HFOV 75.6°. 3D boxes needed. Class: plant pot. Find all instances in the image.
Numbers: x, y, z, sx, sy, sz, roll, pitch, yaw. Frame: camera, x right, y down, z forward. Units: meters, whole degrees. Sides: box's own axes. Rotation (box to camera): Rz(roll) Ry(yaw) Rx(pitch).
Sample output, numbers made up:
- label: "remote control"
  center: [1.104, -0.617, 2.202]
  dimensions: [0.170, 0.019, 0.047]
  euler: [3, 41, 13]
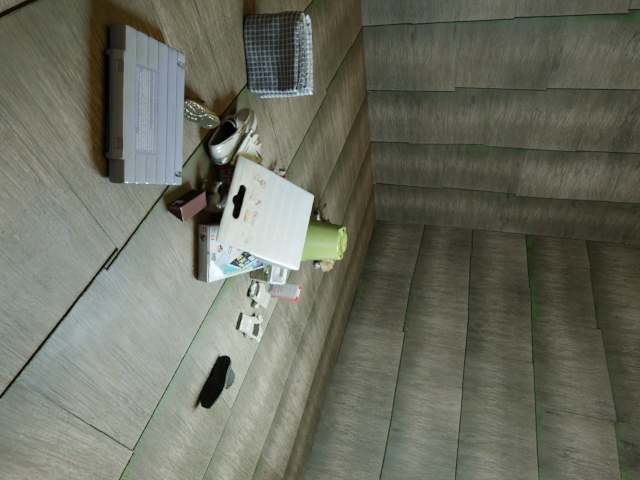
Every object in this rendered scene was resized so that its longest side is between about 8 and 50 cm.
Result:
- label: "plant pot"
  center: [0.000, 0.000, 2.210]
  dimensions: [0.276, 0.253, 0.276]
  euler: [6, 90, -73]

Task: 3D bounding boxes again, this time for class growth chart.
- label: "growth chart"
  center: [-0.249, -0.266, 1.464]
  dimensions: [0.237, 0.021, 0.172]
  euler: [78, 35, -60]

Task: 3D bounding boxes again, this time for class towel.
- label: "towel"
  center: [-0.155, -0.668, 1.500]
  dimensions: [0.121, 0.235, 0.284]
  euler: [-38, 131, -62]

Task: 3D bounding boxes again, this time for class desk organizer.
- label: "desk organizer"
  center: [-0.398, -0.106, 1.246]
  dimensions: [0.130, 0.047, 0.050]
  euler: [-55, 150, -56]

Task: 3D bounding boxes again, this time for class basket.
- label: "basket"
  center: [-0.222, 0.127, 1.800]
  dimensions: [0.167, 0.103, 0.113]
  euler: [26, 72, -73]

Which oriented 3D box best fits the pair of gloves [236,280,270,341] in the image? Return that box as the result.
- label: "pair of gloves"
  center: [-0.277, 0.305, 1.795]
  dimensions: [0.204, 0.042, 0.240]
  euler: [67, 33, -57]

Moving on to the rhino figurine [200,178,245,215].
- label: "rhino figurine"
  center: [-0.305, -0.139, 1.402]
  dimensions: [0.243, 0.073, 0.106]
  euler: [4, 97, -54]

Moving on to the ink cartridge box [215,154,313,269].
- label: "ink cartridge box"
  center: [-0.202, -0.086, 1.483]
  dimensions: [0.385, 0.091, 0.308]
  euler: [24, 73, -45]

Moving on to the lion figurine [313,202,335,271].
- label: "lion figurine"
  center: [0.033, -0.010, 2.515]
  dimensions: [0.240, 0.142, 0.392]
  euler: [52, 42, -76]

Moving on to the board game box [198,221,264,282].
- label: "board game box"
  center: [-0.308, 0.025, 1.476]
  dimensions: [0.305, 0.053, 0.193]
  euler: [-13, 109, -59]

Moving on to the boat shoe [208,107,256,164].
- label: "boat shoe"
  center: [-0.300, -0.376, 1.393]
  dimensions: [0.088, 0.096, 0.267]
  euler: [81, 31, -53]

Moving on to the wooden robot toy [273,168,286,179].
- label: "wooden robot toy"
  center: [-0.195, -0.248, 1.811]
  dimensions: [0.173, 0.076, 0.079]
  euler: [-62, 164, -49]

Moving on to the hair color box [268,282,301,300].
- label: "hair color box"
  center: [-0.169, 0.237, 1.945]
  dimensions: [0.043, 0.141, 0.072]
  euler: [63, 38, -61]

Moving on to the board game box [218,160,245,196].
- label: "board game box"
  center: [-0.298, -0.223, 1.522]
  dimensions: [0.193, 0.045, 0.147]
  euler: [-51, 143, -59]

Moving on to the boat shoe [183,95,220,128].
- label: "boat shoe"
  center: [-0.367, -0.390, 1.232]
  dimensions: [0.060, 0.064, 0.178]
  euler: [68, 13, 10]

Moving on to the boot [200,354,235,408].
- label: "boot"
  center: [-0.371, 0.552, 1.547]
  dimensions: [0.137, 0.076, 0.198]
  euler: [86, 21, -46]

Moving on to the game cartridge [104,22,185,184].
- label: "game cartridge"
  center: [-0.434, -0.319, 1.036]
  dimensions: [0.230, 0.068, 0.355]
  euler: [-14, 110, -67]
